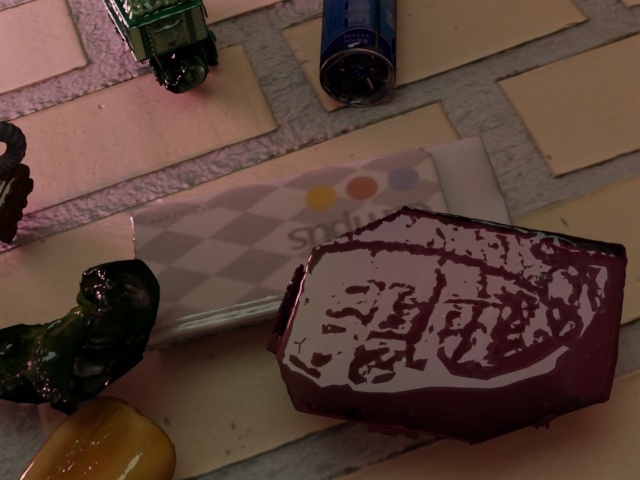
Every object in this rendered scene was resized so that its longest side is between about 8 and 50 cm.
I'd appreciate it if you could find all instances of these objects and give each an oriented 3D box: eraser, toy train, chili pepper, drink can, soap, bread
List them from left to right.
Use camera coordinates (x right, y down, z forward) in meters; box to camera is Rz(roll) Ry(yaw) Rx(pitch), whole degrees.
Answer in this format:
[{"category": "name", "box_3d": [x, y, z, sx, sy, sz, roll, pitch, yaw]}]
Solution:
[{"category": "chili pepper", "box_3d": [-0.242, 0.104, 1.298, 0.148, 0.264, 0.116, -26, 87, -47]}, {"category": "bread", "box_3d": [-0.218, 0.240, 1.245, 0.134, 0.085, 0.173, 19, 56, 35]}, {"category": "toy train", "box_3d": [-0.213, -0.302, 1.653, 0.115, 0.154, 0.269, -22, 50, -11]}, {"category": "eraser", "box_3d": [-0.001, 0.000, 1.408, 0.397, 0.082, 0.213, -13, 51, 0]}, {"category": "drink can", "box_3d": [0.049, -0.282, 1.626, 0.097, 0.097, 0.235, -4, 50, 7]}, {"category": "soap", "box_3d": [0.115, 0.082, 1.239, 0.325, 0.127, 0.220, 10, 74, 6]}]

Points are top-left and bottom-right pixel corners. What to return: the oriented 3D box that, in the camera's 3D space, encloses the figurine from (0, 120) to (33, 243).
[{"category": "figurine", "box_3d": [-0.530, -0.084, 1.486, 0.382, 0.261, 0.186, 19, 62, -1]}]
